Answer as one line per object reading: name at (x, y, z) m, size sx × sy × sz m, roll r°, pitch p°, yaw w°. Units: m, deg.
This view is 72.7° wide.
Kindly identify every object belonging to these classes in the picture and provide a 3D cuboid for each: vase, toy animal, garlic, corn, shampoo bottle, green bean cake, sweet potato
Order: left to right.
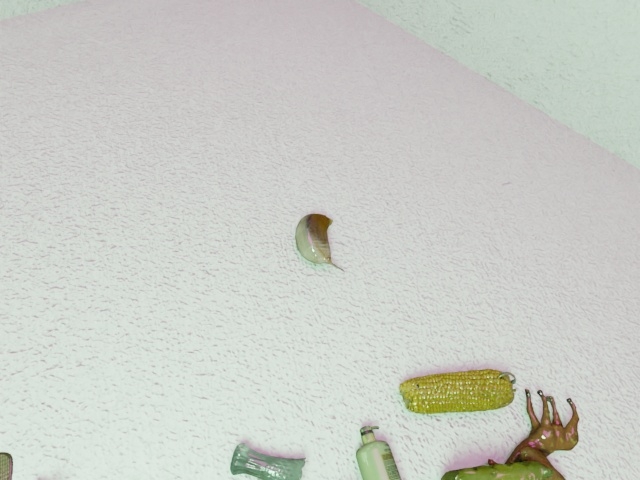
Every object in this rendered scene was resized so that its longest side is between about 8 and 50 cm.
vase at (-0.111, 0.470, 0.901) m, size 0.149 × 0.081 × 0.081 m, roll 16°, pitch 52°, yaw 4°
garlic at (-0.006, 0.006, 1.269) m, size 0.128 × 0.090 × 0.198 m, roll 4°, pitch 47°, yaw -24°
shampoo bottle at (0.122, 0.483, 0.935) m, size 0.079 × 0.079 × 0.162 m, roll -8°, pitch 56°, yaw -18°
corn at (0.333, 0.369, 1.055) m, size 0.293 × 0.106 × 0.106 m, roll -3°, pitch 54°, yaw -12°
green bean cake at (0.370, 0.577, 0.869) m, size 0.233 × 0.124 × 0.236 m, roll 0°, pitch 61°, yaw -7°
toy animal at (0.510, 0.469, 1.038) m, size 0.224 × 0.066 × 0.229 m, roll 16°, pitch 60°, yaw -1°
sweet potato at (0.514, 0.534, 0.966) m, size 0.214 × 0.050 × 0.050 m, roll 50°, pitch 56°, yaw -5°

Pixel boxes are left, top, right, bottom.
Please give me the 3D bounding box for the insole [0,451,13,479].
insole at (-0.604, 0.522, 0.799) m, size 0.086 × 0.005 × 0.253 m, roll -13°, pitch 57°, yaw -21°
